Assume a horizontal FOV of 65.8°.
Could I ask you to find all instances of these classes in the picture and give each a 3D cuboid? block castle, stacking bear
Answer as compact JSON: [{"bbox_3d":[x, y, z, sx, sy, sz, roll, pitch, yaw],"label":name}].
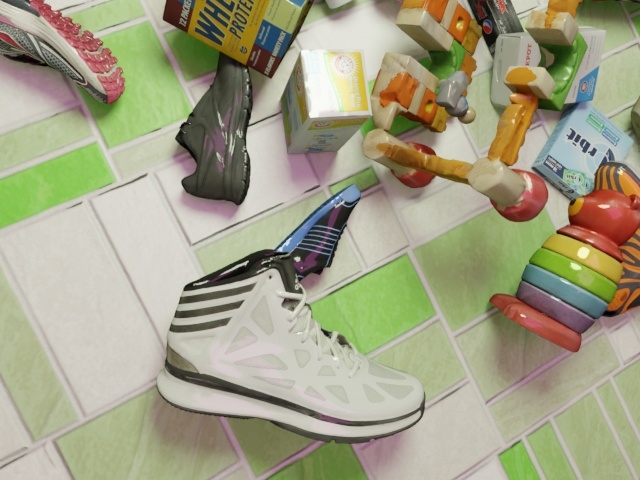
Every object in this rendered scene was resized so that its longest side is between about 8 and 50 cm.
[{"bbox_3d":[0.289,-0.284,0.832,0.213,0.303,0.452,13,99,-48],"label":"block castle"},{"bbox_3d":[0.465,0.039,0.900,0.164,0.175,0.288,29,97,4],"label":"stacking bear"}]

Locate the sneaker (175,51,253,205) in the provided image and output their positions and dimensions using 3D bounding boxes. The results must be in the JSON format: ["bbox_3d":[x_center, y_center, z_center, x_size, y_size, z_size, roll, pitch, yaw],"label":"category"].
[{"bbox_3d":[-0.182,-0.206,0.857,0.130,0.109,0.286,3,82,-5],"label":"sneaker"}]

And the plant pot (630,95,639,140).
[{"bbox_3d":[0.772,-0.259,1.021,0.191,0.284,0.284,-27,92,21],"label":"plant pot"}]

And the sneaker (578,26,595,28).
[{"bbox_3d":[0.534,-0.422,1.070,0.135,0.051,0.070,-10,102,-20],"label":"sneaker"}]

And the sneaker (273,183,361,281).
[{"bbox_3d":[0.000,0.000,0.895,0.232,0.081,0.090,-43,99,-6],"label":"sneaker"}]

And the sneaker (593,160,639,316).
[{"bbox_3d":[0.571,0.015,0.979,0.180,0.125,0.320,-26,105,-12],"label":"sneaker"}]

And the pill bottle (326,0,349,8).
[{"bbox_3d":[0.012,-0.527,0.897,0.108,0.108,0.180,-42,124,-13],"label":"pill bottle"}]

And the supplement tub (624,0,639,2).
[{"bbox_3d":[0.691,-0.621,1.025,0.325,0.235,0.235,-1,86,-13],"label":"supplement tub"}]

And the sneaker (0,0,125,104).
[{"bbox_3d":[-0.456,-0.324,0.805,0.299,0.121,0.112,38,107,-9],"label":"sneaker"}]

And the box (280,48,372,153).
[{"bbox_3d":[0.003,-0.230,0.846,0.103,0.203,0.114,-6,87,-14],"label":"box"}]

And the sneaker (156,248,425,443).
[{"bbox_3d":[-0.018,0.159,0.796,0.448,0.169,0.257,11,102,-10],"label":"sneaker"}]

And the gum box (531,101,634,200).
[{"bbox_3d":[0.561,-0.184,1.057,0.157,0.041,0.184,37,80,-9],"label":"gum box"}]

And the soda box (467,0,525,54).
[{"bbox_3d":[0.358,-0.480,1.028,0.060,0.053,0.168,-24,92,-14],"label":"soda box"}]

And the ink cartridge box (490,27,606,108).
[{"bbox_3d":[0.455,-0.347,0.998,0.191,0.082,0.139,-10,117,-13],"label":"ink cartridge box"}]

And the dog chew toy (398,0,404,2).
[{"bbox_3d":[0.228,-0.594,0.940,0.207,0.206,0.331,41,86,-7],"label":"dog chew toy"}]

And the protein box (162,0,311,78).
[{"bbox_3d":[-0.118,-0.417,0.825,0.200,0.136,0.201,26,47,-10],"label":"protein box"}]
